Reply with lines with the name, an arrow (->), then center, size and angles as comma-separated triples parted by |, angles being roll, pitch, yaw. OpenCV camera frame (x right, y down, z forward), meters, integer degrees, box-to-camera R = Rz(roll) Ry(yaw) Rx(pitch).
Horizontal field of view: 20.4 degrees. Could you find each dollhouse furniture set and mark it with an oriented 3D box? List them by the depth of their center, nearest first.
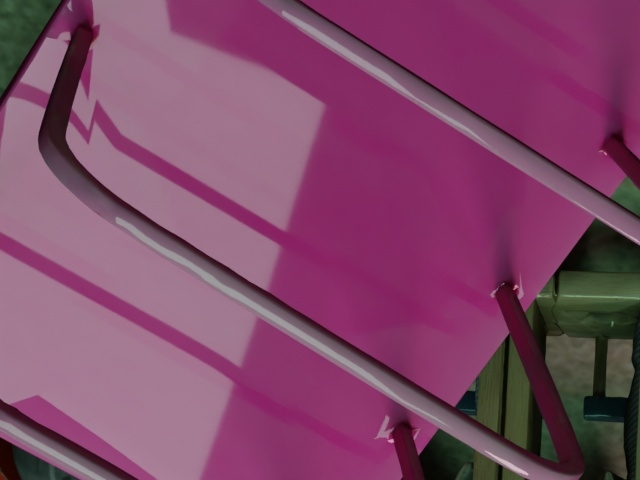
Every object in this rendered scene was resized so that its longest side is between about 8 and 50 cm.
dollhouse furniture set -> 0.103, 0.101, 0.772 | 0.129, 0.129, 0.183 | 2, 162, 12

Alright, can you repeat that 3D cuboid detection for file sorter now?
file sorter -> 0.000, 0.000, 0.560 | 0.202, 0.182, 0.290 | 31, 105, -15

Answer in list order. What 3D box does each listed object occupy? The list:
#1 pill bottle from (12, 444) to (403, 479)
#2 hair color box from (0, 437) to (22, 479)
pill bottle -> -0.044, 0.098, 0.771 | 0.130, 0.130, 0.245 | -19, 125, 27
hair color box -> -0.166, 0.153, 0.838 | 0.053, 0.093, 0.167 | 48, 115, 22
